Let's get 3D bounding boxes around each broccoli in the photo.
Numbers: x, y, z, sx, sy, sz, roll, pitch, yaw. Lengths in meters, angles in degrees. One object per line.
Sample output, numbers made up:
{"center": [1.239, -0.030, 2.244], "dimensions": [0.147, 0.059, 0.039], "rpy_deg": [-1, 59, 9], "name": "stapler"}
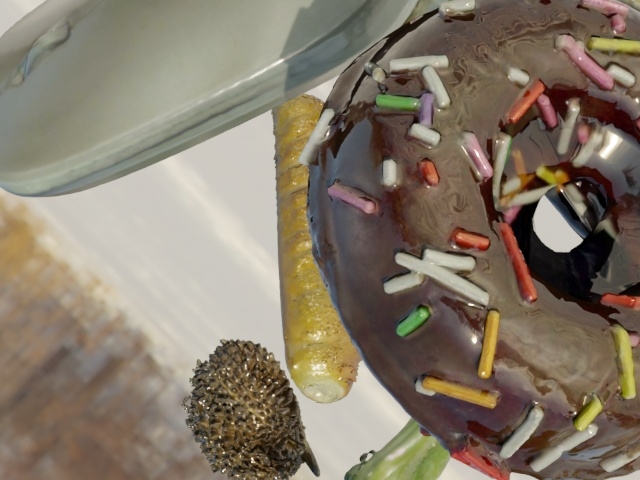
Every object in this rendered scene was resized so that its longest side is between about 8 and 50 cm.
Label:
{"center": [0.069, 0.290, 1.941], "dimensions": [0.165, 0.304, 0.145], "rpy_deg": [34, -178, 18], "name": "broccoli"}

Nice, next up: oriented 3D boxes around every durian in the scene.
{"center": [-0.078, 0.194, 1.837], "dimensions": [0.188, 0.148, 0.091], "rpy_deg": [34, -148, 21], "name": "durian"}

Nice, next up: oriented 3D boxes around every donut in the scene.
{"center": [0.121, -0.010, 0.887], "dimensions": [0.270, 0.270, 0.103], "rpy_deg": [45, 152, -1], "name": "donut"}

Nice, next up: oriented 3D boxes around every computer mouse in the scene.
{"center": [-0.085, -0.147, 1.120], "dimensions": [0.095, 0.330, 0.197], "rpy_deg": [56, -171, -41], "name": "computer mouse"}

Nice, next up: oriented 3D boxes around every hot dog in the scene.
{"center": [-0.001, -0.001, 1.490], "dimensions": [0.083, 0.068, 0.289], "rpy_deg": [49, -148, -53], "name": "hot dog"}

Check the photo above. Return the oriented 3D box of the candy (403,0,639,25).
{"center": [0.164, -0.181, 1.514], "dimensions": [0.260, 0.260, 0.118], "rpy_deg": [48, -166, -18], "name": "candy"}
